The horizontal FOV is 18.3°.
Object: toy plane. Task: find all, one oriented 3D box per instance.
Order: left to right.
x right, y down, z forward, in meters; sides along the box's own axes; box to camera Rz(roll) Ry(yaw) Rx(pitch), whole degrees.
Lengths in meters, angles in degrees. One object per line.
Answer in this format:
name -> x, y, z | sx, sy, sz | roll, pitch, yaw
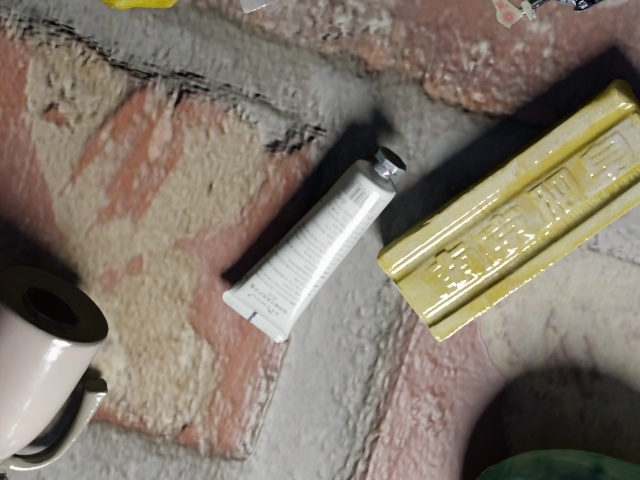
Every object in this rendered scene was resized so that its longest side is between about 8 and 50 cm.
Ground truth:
toy plane -> 0.195, -0.202, 1.578 | 0.121, 0.031, 0.049 | -29, 95, 11

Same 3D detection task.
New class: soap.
soap -> 0.171, -0.025, 1.627 | 0.252, 0.037, 0.092 | -36, 100, 15

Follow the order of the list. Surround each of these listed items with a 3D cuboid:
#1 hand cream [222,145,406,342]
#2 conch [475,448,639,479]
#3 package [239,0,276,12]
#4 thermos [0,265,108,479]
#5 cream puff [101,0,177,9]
hand cream -> 0.000, 0.000, 1.656 | 0.067, 0.042, 0.194 | 37, 112, -12
conch -> 0.195, 0.265, 1.645 | 0.196, 0.134, 0.202 | 27, 92, 37
package -> 0.018, -0.318, 1.558 | 0.251, 0.062, 0.203 | -23, 102, -1
thermos -> -0.256, 0.133, 1.698 | 0.137, 0.105, 0.193 | 18, 114, -31
cream puff -> -0.155, -0.247, 1.565 | 0.146, 0.116, 0.146 | 2, 103, 9
